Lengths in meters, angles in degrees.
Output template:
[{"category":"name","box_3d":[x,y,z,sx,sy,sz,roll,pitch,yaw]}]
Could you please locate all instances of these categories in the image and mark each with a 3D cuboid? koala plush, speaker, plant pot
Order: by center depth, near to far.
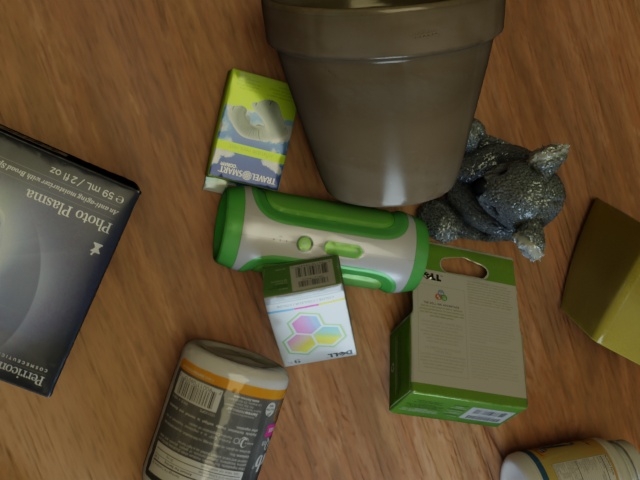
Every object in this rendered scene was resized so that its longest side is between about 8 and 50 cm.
[{"category":"plant pot","box_3d":[0.092,-0.207,1.224,0.323,0.323,0.280,-10,114,-12]},{"category":"speaker","box_3d":[0.000,0.000,1.292,0.296,0.131,0.131,9,94,-14]},{"category":"koala plush","box_3d":[0.283,-0.071,1.305,0.203,0.221,0.196,14,92,-15]},{"category":"plant pot","box_3d":[0.502,0.083,1.391,0.212,0.212,0.187,27,101,-15]}]

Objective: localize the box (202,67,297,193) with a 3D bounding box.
[{"category":"box","box_3d":[-0.100,-0.149,1.299,0.109,0.042,0.178,12,92,-14]}]

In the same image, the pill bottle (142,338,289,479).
[{"category":"pill bottle","box_3d":[-0.159,0.293,1.270,0.162,0.162,0.278,18,92,-14]}]

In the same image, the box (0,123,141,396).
[{"category":"box","box_3d":[-0.428,0.005,1.167,0.296,0.183,0.294,23,91,-14]}]

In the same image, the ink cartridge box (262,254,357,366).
[{"category":"ink cartridge box","box_3d":[-0.010,0.120,1.272,0.109,0.062,0.209,-10,133,2]}]

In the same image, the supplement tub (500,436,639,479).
[{"category":"supplement tub","box_3d":[0.403,0.394,1.421,0.199,0.144,0.144,-7,97,-13]}]

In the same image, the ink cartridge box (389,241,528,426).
[{"category":"ink cartridge box","box_3d":[0.209,0.142,1.384,0.188,0.097,0.255,11,59,-14]}]
